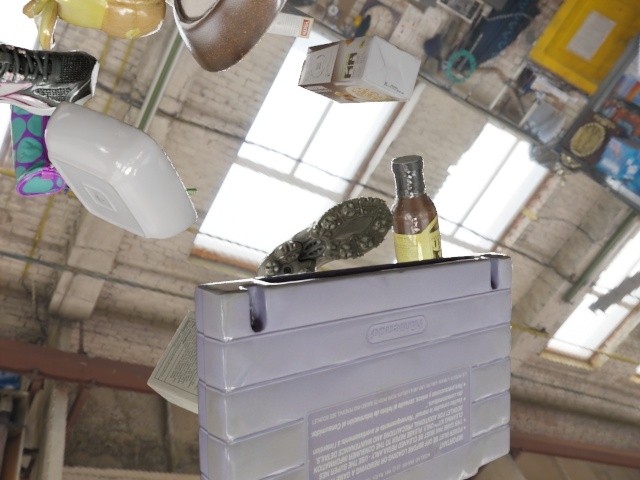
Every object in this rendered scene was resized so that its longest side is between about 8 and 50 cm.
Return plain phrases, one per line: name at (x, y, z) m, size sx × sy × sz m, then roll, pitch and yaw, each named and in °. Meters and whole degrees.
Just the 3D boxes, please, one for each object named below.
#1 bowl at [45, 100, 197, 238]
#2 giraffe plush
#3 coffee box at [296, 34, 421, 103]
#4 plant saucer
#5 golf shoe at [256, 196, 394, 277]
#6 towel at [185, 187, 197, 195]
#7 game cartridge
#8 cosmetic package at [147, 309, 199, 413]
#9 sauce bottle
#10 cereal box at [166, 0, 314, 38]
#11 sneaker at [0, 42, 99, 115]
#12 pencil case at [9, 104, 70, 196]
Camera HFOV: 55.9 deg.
bowl at (-0.202, -0.060, 0.596) m, size 0.142 × 0.142 × 0.053 m, roll 22°, pitch -120°, yaw 24°
giraffe plush at (-0.160, -0.230, 0.470) m, size 0.210 × 0.170 × 0.181 m, roll 38°, pitch -149°, yaw -10°
coffee box at (0.079, -0.369, 1.328) m, size 0.141 × 0.098 × 0.246 m, roll 15°, pitch 180°, yaw -37°
plant saucer at (-0.101, -0.356, 0.706) m, size 0.050 × 0.311 × 0.311 m, roll 14°, pitch -152°, yaw -36°
golf shoe at (0.000, 0.000, 0.711) m, size 0.069 × 0.176 × 0.086 m, roll 64°, pitch 169°, yaw -11°
towel at (-0.366, -0.097, 1.339) m, size 0.113 × 0.023 × 0.152 m, roll -5°, pitch -178°, yaw 43°
game cartridge at (0.053, 0.137, 0.558) m, size 0.355 × 0.230 × 0.068 m, roll -4°, pitch -171°, yaw -39°
cosmetic package at (-0.128, 0.252, 1.069) m, size 0.309 × 0.160 × 0.113 m, roll 16°, pitch 153°, yaw 24°
sauce bottle at (0.218, -0.019, 1.374) m, size 0.111 × 0.345 × 0.111 m, roll -10°, pitch -159°, yaw 4°
cereal box at (-0.155, -0.435, 1.129) m, size 0.240 × 0.047 × 0.173 m, roll -2°, pitch -148°, yaw -32°
sneaker at (-0.331, -0.178, 0.641) m, size 0.178 × 0.072 × 0.077 m, roll -6°, pitch 168°, yaw -3°
pencil case at (-0.385, -0.135, 0.822) m, size 0.064 × 0.070 × 0.152 m, roll 15°, pitch -128°, yaw -52°
